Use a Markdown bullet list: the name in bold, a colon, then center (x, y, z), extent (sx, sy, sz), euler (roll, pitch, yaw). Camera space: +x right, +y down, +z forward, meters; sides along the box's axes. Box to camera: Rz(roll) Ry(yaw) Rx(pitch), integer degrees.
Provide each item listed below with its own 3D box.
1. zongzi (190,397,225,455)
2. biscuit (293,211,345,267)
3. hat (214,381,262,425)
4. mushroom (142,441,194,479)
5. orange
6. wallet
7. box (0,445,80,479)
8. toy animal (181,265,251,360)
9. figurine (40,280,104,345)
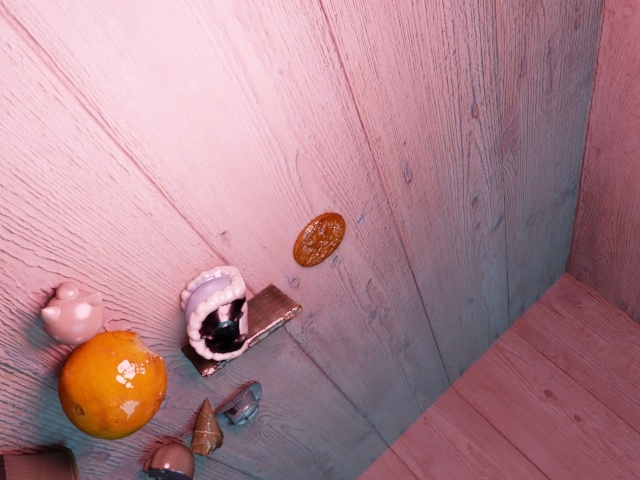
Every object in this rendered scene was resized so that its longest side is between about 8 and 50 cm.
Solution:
- **zongzi**: center (-0.347, 0.586, 1.964), extent (0.189, 0.081, 0.178), euler (35, 61, -77)
- **biscuit**: center (0.001, 0.001, 1.760), extent (0.188, 0.027, 0.188), euler (-29, 142, -26)
- **hat**: center (-0.253, 0.556, 2.006), extent (0.191, 0.078, 0.138), euler (-38, 147, -14)
- **mushroom**: center (-0.454, 0.688, 1.885), extent (0.188, 0.141, 0.117), euler (87, 19, -51)
- **orange**: center (-0.464, 0.324, 1.374), extent (0.240, 0.240, 0.240), euler (-30, 144, -25)
- **wallet**: center (-0.211, 0.241, 1.644), extent (0.317, 0.169, 0.044), euler (-35, 122, -20)
- **box**: center (-0.668, 0.608, 1.432), extent (0.178, 0.274, 0.138), euler (27, 102, -43)
- **toy animal**: center (-0.260, 0.176, 1.497), extent (0.156, 0.204, 0.208), euler (-7, 119, -20)
- **figurine**: center (-0.510, 0.153, 1.256), extent (0.125, 0.125, 0.138), euler (-26, 157, -30)
